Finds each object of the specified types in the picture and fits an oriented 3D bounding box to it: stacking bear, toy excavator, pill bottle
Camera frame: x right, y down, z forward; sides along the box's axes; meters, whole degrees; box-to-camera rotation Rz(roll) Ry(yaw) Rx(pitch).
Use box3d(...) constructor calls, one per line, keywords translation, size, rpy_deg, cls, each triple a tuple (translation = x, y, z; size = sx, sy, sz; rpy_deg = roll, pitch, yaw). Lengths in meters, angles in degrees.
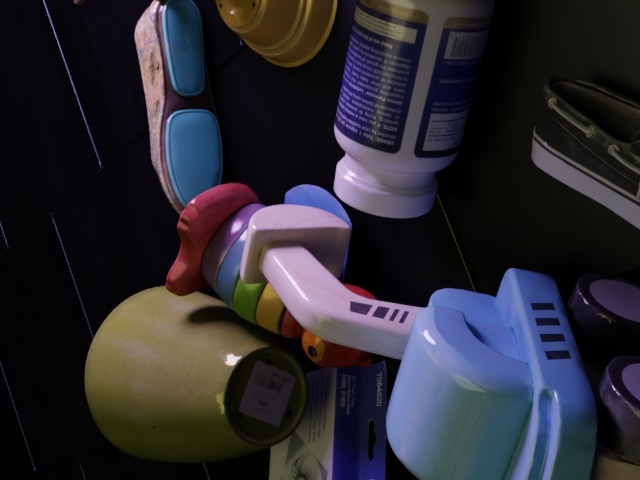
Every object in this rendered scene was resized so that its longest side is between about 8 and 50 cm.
box3d(translation=(-0.042, 0.062, 1.272), size=(0.289, 0.164, 0.175), rpy_deg=(36, 132, 20), cls="stacking bear")
box3d(translation=(0.125, 0.116, 1.011), size=(0.433, 0.445, 0.222), rpy_deg=(-87, 10, -60), cls="toy excavator")
box3d(translation=(0.099, -0.169, 1.101), size=(0.153, 0.153, 0.264), rpy_deg=(33, 123, 37), cls="pill bottle")

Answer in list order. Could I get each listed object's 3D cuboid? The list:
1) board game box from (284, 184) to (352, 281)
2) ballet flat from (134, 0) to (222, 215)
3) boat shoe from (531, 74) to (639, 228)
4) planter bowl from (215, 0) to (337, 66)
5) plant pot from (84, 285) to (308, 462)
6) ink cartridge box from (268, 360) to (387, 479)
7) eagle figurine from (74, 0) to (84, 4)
box3d(translation=(0.000, 0.000, 1.347), size=(0.133, 0.033, 0.168), rpy_deg=(29, 122, 37), cls="board game box")
box3d(translation=(-0.226, -0.205, 1.479), size=(0.123, 0.123, 0.348), rpy_deg=(-5, 92, 48), cls="ballet flat")
box3d(translation=(0.333, -0.079, 0.903), size=(0.306, 0.113, 0.105), rpy_deg=(41, 143, 44), cls="boat shoe")
box3d(translation=(-0.082, -0.344, 1.296), size=(0.217, 0.090, 0.217), rpy_deg=(15, 112, 44), cls="planter bowl")
box3d(translation=(-0.156, 0.206, 1.372), size=(0.293, 0.275, 0.274), rpy_deg=(-2, 100, 55), cls="plant pot")
box3d(translation=(0.005, 0.292, 1.350), size=(0.224, 0.045, 0.223), rpy_deg=(-26, 54, 47), cls="ink cartridge box")
box3d(translation=(-0.218, -0.447, 1.305), size=(0.226, 0.298, 0.225), rpy_deg=(-12, 110, 10), cls="eagle figurine")
